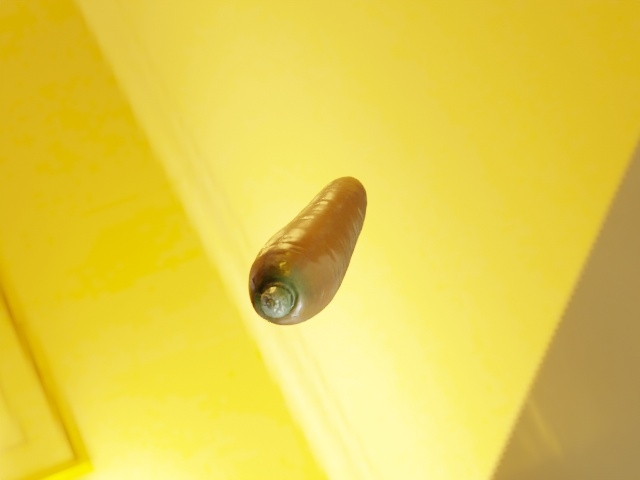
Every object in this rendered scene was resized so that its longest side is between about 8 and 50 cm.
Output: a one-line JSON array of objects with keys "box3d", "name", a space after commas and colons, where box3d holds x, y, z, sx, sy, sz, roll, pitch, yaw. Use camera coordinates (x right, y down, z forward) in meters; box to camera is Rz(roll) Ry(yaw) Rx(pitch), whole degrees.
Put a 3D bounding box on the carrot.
[{"box3d": [0.000, 0.000, 0.727, 0.142, 0.035, 0.035, -55, 135, -62], "name": "carrot"}]
